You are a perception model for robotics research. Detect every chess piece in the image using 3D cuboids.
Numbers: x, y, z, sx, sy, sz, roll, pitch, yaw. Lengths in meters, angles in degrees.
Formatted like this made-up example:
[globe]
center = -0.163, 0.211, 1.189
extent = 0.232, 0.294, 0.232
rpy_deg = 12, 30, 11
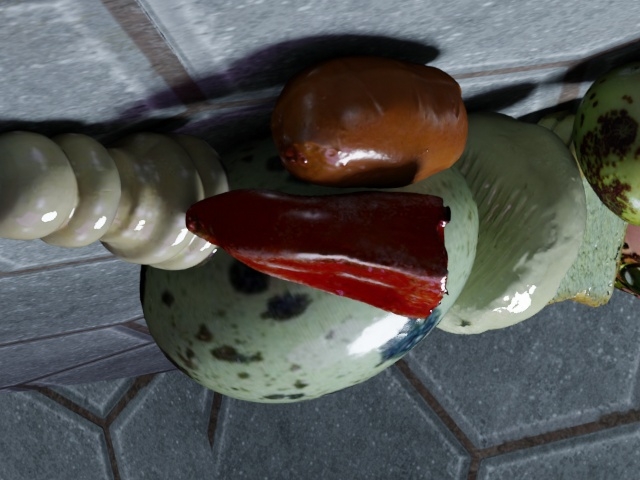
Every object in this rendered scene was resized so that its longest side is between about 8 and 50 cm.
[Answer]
[chess piece]
center = -0.217, -0.047, 1.637
extent = 0.143, 0.143, 0.261
rpy_deg = -19, 164, 36

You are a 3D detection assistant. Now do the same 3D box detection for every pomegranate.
[pomegranate]
center = 0.396, -0.117, 1.900
extent = 0.222, 0.204, 0.276
rpy_deg = -2, 169, -3

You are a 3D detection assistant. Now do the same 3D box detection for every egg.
[egg]
center = -0.013, 0.023, 1.854
extent = 0.379, 0.287, 0.287
rpy_deg = -15, 173, 22

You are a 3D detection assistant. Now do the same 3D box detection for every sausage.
[sausage]
center = 0.053, -0.111, 1.627
extent = 0.133, 0.133, 0.258
rpy_deg = -19, 169, 33

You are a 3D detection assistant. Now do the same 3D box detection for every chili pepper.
[chili pepper]
center = 0.000, 0.000, 1.627
extent = 0.252, 0.136, 0.144
rpy_deg = 9, -152, -11

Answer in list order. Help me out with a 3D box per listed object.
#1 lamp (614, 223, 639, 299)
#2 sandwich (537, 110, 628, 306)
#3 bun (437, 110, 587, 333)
[lamp]
center = 0.521, -0.036, 2.565
extent = 0.305, 0.239, 0.305
rpy_deg = 27, 159, 11
[sandwich]
center = 0.321, -0.040, 2.228
extent = 0.095, 0.249, 0.273
rpy_deg = 19, -173, 26
[bun]
center = 0.199, -0.026, 2.003
extent = 0.259, 0.259, 0.160
rpy_deg = -18, 166, 30
